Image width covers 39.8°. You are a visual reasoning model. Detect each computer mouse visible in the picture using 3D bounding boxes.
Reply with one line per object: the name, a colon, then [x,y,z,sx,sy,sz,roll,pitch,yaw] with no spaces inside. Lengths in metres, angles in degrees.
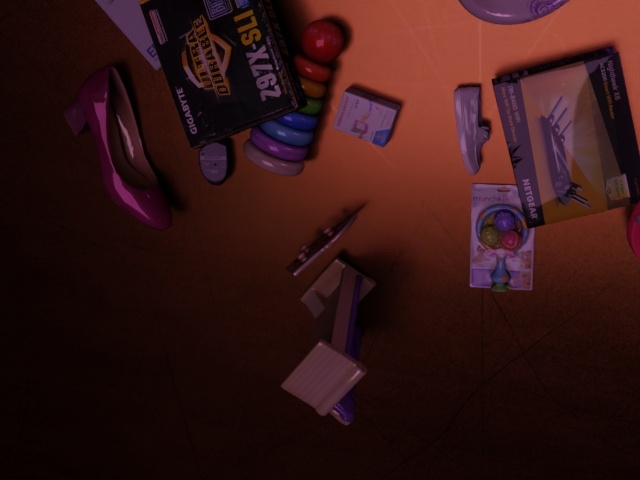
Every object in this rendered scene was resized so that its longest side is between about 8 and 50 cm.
computer mouse: [-0.237,-0.244,1.998,0.071,0.041,0.242,4,105,6]

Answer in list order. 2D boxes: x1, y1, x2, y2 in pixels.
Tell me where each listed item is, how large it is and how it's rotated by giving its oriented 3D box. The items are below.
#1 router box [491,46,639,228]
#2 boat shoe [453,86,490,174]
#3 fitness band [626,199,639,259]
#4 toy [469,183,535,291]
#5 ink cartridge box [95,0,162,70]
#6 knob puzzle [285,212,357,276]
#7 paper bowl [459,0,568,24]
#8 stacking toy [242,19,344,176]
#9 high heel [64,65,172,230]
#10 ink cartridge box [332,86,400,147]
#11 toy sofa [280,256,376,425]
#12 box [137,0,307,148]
router box: [0.494,-0.200,1.756,0.243,0.081,0.309,-14,106,13]
boat shoe: [0.319,-0.227,1.827,0.063,0.066,0.184,-6,99,20]
fitness band: [0.734,-0.060,1.730,0.209,0.054,0.291,25,119,-25]
toy: [0.389,0.001,1.895,0.137,0.056,0.237,3,112,14]
ink cartridge box: [-0.345,-0.589,1.873,0.324,0.071,0.330,-39,98,26]
knob puzzle: [0.000,0.000,1.945,0.213,0.213,0.030,-38,97,25]
paper bowl: [0.355,-0.547,1.598,0.284,0.148,0.284,-8,137,-7]
stacking toy: [-0.046,-0.307,1.865,0.141,0.141,0.330,26,112,5]
high heel: [-0.430,-0.205,2.010,0.181,0.127,0.377,-36,94,36]
ink cartridge box: [0.097,-0.262,1.879,0.122,0.052,0.088,22,116,9]
toy sofa: [0.046,0.211,1.908,0.177,0.362,0.150,34,117,-11]
box: [-0.199,-0.379,1.805,0.257,0.079,0.322,-17,94,18]
